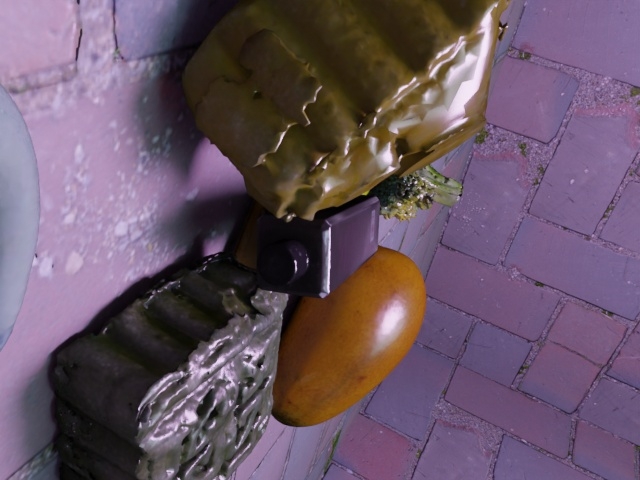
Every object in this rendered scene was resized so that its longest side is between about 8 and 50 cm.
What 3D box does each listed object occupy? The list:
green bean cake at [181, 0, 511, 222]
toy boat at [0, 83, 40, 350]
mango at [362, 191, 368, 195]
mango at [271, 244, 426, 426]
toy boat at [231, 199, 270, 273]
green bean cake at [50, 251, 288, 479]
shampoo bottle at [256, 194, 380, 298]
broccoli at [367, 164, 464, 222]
[{"bbox_3d":[0.043,-0.141,0.566,0.285,0.202,0.310,-43,174,7],"label":"green bean cake"},{"bbox_3d":[-0.199,0.003,0.286,0.134,0.078,0.208,-31,144,-59],"label":"toy boat"},{"bbox_3d":[0.067,-0.122,0.978,0.073,0.056,0.108,-34,142,-71],"label":"mango"},{"bbox_3d":[0.042,0.178,1.049,0.378,0.221,0.264,-51,165,-15],"label":"mango"},{"bbox_3d":[-0.058,-0.016,0.716,0.088,0.068,0.226,26,86,-80],"label":"toy boat"},{"bbox_3d":[-0.143,0.161,0.594,0.241,0.132,0.255,-36,147,-53],"label":"green bean cake"},{"bbox_3d":[0.000,0.000,0.624,0.246,0.079,0.080,-29,122,-68],"label":"shampoo bottle"},{"bbox_3d":[0.175,-0.116,1.053,0.220,0.194,0.194,-81,-173,-66],"label":"broccoli"}]
